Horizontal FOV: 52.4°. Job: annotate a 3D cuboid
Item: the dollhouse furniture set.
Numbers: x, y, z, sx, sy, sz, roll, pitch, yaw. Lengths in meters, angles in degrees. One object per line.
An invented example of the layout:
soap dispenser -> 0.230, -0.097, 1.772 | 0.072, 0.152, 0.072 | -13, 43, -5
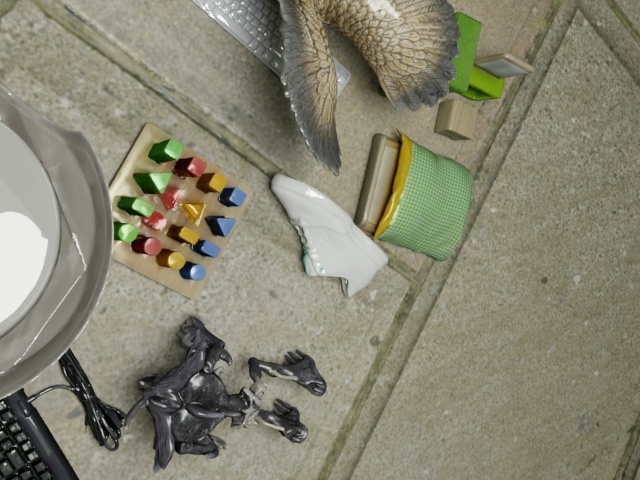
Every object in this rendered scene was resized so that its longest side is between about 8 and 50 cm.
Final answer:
dollhouse furniture set -> 0.186, -0.128, 0.927 | 0.197, 0.151, 0.302 | 16, 85, -31

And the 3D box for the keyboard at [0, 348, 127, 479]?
keyboard -> -0.335, 0.187, 0.705 | 0.201, 0.033, 0.317 | -32, 109, -26

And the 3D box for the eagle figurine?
eagle figurine -> 0.005, -0.259, 0.760 | 0.298, 0.226, 0.225 | 49, 20, 15

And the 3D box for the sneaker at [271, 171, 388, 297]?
sneaker -> 0.000, 0.000, 0.873 | 0.212, 0.080, 0.094 | 42, 84, -27

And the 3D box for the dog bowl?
dog bowl -> -0.379, -0.010, 0.604 | 0.348, 0.102, 0.349 | 2, 85, -29

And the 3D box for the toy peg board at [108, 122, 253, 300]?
toy peg board -> -0.166, -0.030, 0.765 | 0.160, 0.079, 0.161 | 33, 77, -28

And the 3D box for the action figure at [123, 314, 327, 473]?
action figure -> -0.127, 0.182, 0.770 | 0.275, 0.140, 0.164 | 18, 85, -46

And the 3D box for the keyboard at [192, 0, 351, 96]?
keyboard -> -0.067, -0.270, 0.848 | 0.256, 0.014, 0.072 | 37, 75, -27
